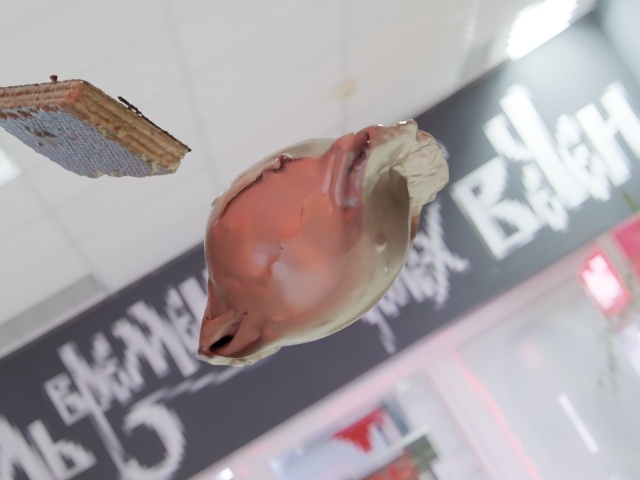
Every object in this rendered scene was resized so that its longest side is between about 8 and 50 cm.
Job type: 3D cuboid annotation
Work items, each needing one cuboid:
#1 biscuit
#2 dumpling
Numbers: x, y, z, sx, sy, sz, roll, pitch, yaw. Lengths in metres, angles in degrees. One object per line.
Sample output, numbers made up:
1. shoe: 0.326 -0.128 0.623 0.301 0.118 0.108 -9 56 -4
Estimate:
1. biscuit: -0.207 -0.095 1.608 0.199 0.121 0.041 2 61 59
2. dumpling: 0.000 0.000 1.048 0.188 0.108 0.127 -52 -18 17
